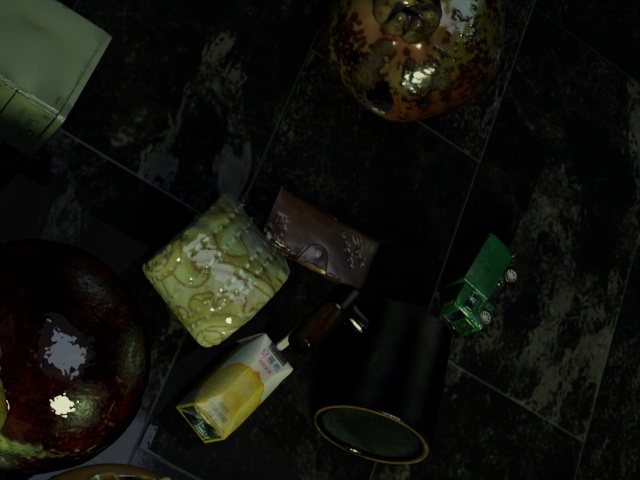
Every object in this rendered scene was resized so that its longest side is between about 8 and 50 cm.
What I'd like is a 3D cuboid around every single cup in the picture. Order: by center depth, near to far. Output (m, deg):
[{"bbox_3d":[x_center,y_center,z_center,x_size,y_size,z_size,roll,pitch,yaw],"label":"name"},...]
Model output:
[{"bbox_3d":[0.079,0.170,1.694,0.239,0.166,0.177,56,45,-45],"label":"cup"}]

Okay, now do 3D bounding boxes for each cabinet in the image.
[{"bbox_3d":[-0.402,-0.233,1.571,0.206,0.145,0.150,32,62,-18],"label":"cabinet"}]

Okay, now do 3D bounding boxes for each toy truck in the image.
[{"bbox_3d":[0.240,0.071,1.896,0.079,0.065,0.147,40,60,-11],"label":"toy truck"}]

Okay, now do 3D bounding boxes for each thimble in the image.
[{"bbox_3d":[-0.132,0.034,1.655,0.143,0.137,0.190,48,43,-6],"label":"thimble"}]

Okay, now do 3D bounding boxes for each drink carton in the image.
[{"bbox_3d":[-0.097,0.178,1.665,0.200,0.074,0.084,-43,99,-33],"label":"drink carton"}]

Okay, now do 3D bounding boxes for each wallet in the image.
[{"bbox_3d":[0.000,0.000,1.803,0.176,0.026,0.095,31,65,-18],"label":"wallet"}]

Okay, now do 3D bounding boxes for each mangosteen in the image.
[{"bbox_3d":[-0.335,0.132,1.418,0.288,0.288,0.288,9,71,-27],"label":"mangosteen"}]

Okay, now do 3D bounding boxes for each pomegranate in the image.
[{"bbox_3d":[0.134,-0.309,1.782,0.284,0.340,0.285,0,93,8],"label":"pomegranate"}]

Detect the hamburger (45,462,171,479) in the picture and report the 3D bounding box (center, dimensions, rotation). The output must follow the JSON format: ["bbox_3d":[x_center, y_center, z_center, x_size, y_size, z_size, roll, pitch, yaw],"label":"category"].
[{"bbox_3d":[-0.251,0.378,1.412,0.274,0.274,0.212,11,34,-27],"label":"hamburger"}]
